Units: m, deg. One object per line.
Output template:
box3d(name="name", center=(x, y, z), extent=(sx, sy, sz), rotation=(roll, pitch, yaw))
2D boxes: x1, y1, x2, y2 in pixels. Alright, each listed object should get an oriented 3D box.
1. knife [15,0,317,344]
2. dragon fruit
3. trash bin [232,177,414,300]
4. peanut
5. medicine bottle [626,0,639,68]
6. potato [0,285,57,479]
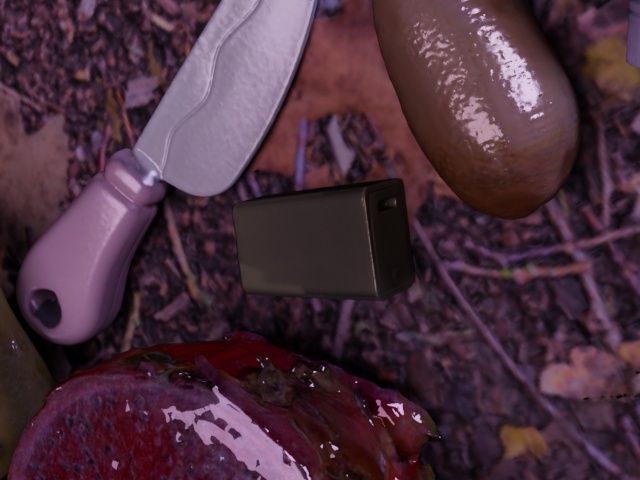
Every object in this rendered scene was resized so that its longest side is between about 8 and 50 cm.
box3d(name="knife", center=(-0.085, -0.055, 0.588), extent=(0.081, 0.043, 0.336), rotation=(44, 117, 9))
box3d(name="dragon fruit", center=(-0.042, 0.154, 0.554), extent=(0.282, 0.147, 0.211), rotation=(-1, 97, 22))
box3d(name="trash bin", center=(0.000, 0.000, 0.548), extent=(0.092, 0.043, 0.060), rotation=(-2, 100, 35))
box3d(name="peanut", center=(0.070, -0.082, 0.466), extent=(0.076, 0.076, 0.152), rotation=(-28, 81, 32))
box3d(name="medicine bottle", center=(0.156, -0.131, 0.406), extent=(0.074, 0.055, 0.118), rotation=(4, 112, 21))
box3d(name="potato", center=(-0.251, 0.103, 0.652), extent=(0.296, 0.141, 0.192), rotation=(60, 157, -7))
